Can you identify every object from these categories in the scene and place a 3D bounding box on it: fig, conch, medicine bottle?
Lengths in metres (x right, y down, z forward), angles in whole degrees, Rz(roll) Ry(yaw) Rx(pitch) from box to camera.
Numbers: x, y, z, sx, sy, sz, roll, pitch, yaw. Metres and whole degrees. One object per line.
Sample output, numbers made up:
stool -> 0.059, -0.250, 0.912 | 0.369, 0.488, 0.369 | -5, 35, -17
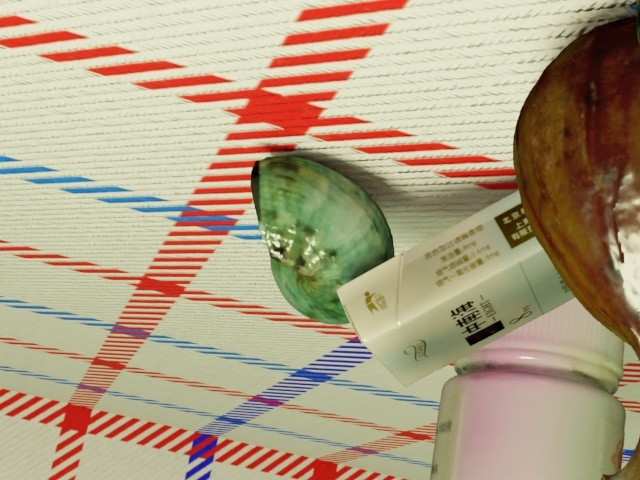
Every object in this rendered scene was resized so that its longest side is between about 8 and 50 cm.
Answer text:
fig -> 0.230, 0.018, 0.716 | 0.217, 0.320, 0.217 | 6, 165, 2
conch -> 0.002, -0.002, 1.076 | 0.176, 0.122, 0.188 | 53, 171, 8
medicine bottle -> 0.237, 0.249, 1.258 | 0.219, 0.388, 0.219 | 8, 161, 3

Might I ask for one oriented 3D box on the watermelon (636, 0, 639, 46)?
watermelon -> 0.272, -0.140, 0.536 | 0.204, 0.127, 0.232 | 17, 158, -17

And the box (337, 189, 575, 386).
box -> 0.152, 0.038, 1.017 | 0.243, 0.067, 0.155 | -28, 150, 6
